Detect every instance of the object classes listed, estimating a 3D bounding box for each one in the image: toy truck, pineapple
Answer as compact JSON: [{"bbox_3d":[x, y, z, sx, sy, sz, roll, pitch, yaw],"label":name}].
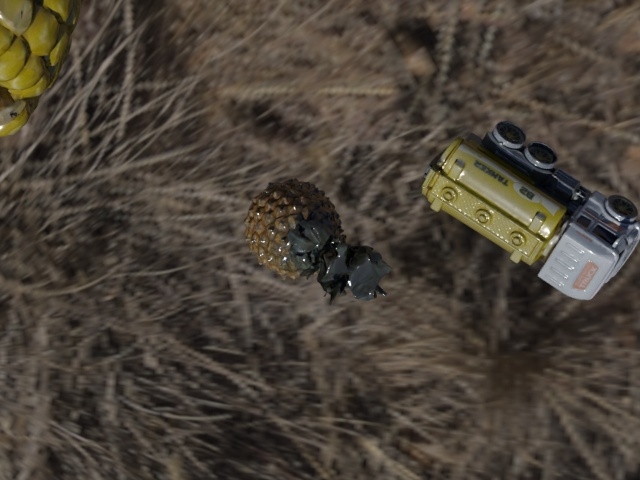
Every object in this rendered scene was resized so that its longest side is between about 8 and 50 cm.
[{"bbox_3d":[0.121,-0.016,1.117,0.123,0.052,0.063,34,40,8],"label":"toy truck"},{"bbox_3d":[0.000,0.000,1.033,0.058,0.124,0.058,-4,100,-21],"label":"pineapple"}]

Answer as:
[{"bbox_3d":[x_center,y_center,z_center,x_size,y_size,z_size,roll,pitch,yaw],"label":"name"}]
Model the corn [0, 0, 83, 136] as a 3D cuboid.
[{"bbox_3d":[-0.140,-0.161,0.769,0.119,0.119,0.322,11,55,-12],"label":"corn"}]
